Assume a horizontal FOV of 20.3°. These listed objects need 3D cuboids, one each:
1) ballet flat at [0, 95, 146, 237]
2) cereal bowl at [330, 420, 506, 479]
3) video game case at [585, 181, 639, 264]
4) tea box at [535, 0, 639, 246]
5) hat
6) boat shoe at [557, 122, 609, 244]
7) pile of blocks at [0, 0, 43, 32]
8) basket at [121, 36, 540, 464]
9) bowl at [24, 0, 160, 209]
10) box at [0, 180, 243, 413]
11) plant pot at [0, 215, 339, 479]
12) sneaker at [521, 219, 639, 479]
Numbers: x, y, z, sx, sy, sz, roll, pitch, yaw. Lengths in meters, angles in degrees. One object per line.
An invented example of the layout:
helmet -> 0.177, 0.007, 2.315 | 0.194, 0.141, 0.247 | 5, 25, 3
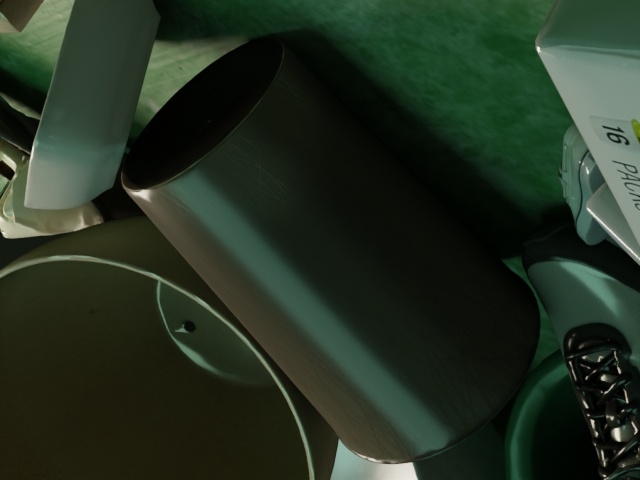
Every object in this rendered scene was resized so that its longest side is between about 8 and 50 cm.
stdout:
ballet flat -> -0.235, -0.059, 1.328 | 0.280, 0.096, 0.095 | 29, 157, 4
cereal bowl -> 0.061, 0.245, 1.373 | 0.141, 0.338, 0.339 | 1, 172, -28
video game case -> 0.242, 0.066, 0.877 | 0.193, 0.023, 0.212 | 26, -161, -50
tea box -> 0.297, -0.020, 0.561 | 0.324, 0.220, 0.329 | 14, 153, 38
hat -> 0.231, 0.134, 1.239 | 0.173, 0.183, 0.208 | 11, 109, 17
boat shoe -> 0.148, -0.033, 0.984 | 0.035, 0.035, 0.100 | 51, 173, 28
pile of blocks -> -0.292, -0.222, 1.028 | 0.362, 0.112, 0.149 | 25, 158, 14
basket -> 0.000, 0.000, 1.087 | 0.227, 0.154, 0.204 | 47, 179, -23
bowl -> -0.137, -0.091, 1.090 | 0.053, 0.142, 0.142 | 15, 161, -8
box -> -0.165, 0.071, 1.513 | 0.261, 0.103, 0.184 | 29, 161, 6
plant pot -> -0.098, 0.093, 1.291 | 0.284, 0.191, 0.284 | 12, 122, 20
sneaker -> 0.200, 0.107, 1.058 | 0.271, 0.108, 0.100 | 57, 149, -7
